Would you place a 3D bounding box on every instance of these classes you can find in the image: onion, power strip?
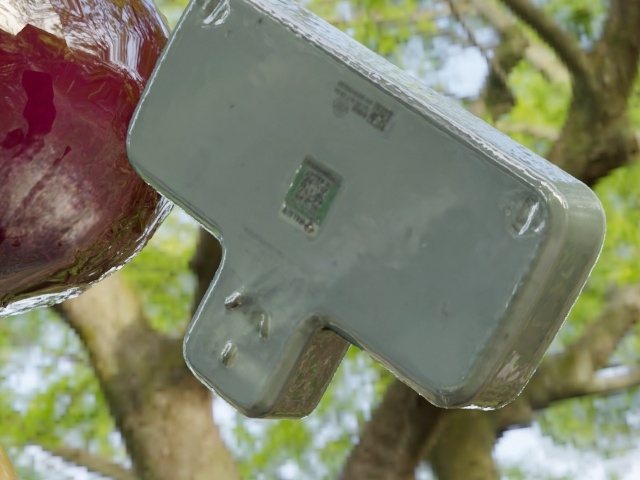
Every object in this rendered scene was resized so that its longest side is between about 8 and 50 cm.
[{"bbox_3d":[-0.221,-0.084,1.144,0.260,0.282,0.337,7,-28,27],"label":"onion"},{"bbox_3d":[0.000,0.000,0.914,0.059,0.265,0.194,7,-64,-56],"label":"power strip"}]

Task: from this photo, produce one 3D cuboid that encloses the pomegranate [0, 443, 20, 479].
[{"bbox_3d":[-0.181,0.130,0.518,0.248,0.248,0.248,-4,-34,-3],"label":"pomegranate"}]
